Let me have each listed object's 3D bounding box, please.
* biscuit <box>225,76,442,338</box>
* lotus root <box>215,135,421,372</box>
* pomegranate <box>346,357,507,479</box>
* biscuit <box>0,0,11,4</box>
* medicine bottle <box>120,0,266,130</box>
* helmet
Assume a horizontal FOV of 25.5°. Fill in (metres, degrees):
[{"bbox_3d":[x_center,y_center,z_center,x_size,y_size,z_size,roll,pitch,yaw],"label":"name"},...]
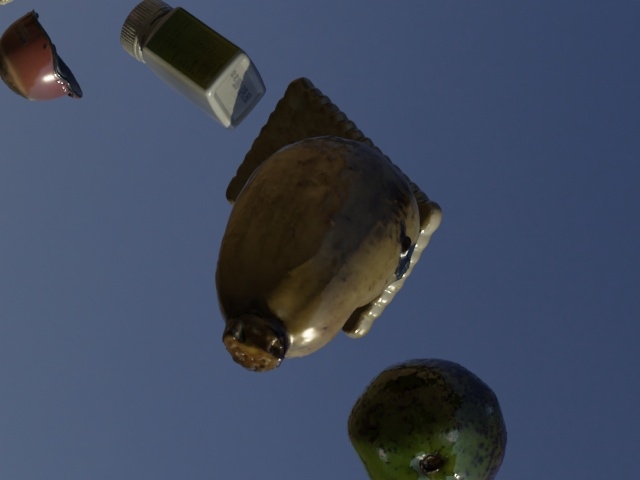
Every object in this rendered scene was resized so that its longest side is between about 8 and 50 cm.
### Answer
[{"bbox_3d":[0.013,-0.047,1.857,0.325,0.044,0.217,46,-68,34],"label":"biscuit"},{"bbox_3d":[0.000,0.000,1.204,0.140,0.154,0.257,95,19,-50],"label":"lotus root"},{"bbox_3d":[0.149,0.245,1.915,0.248,0.214,0.214,-66,179,-66],"label":"pomegranate"},{"bbox_3d":[-0.428,-0.373,1.826,0.020,0.152,0.152,89,6,-80],"label":"biscuit"},{"bbox_3d":[-0.179,-0.249,1.936,0.188,0.132,0.088,37,-97,21],"label":"medicine bottle"},{"bbox_3d":[-0.223,-0.133,1.095,0.065,0.049,0.084,56,-7,39],"label":"helmet"}]
